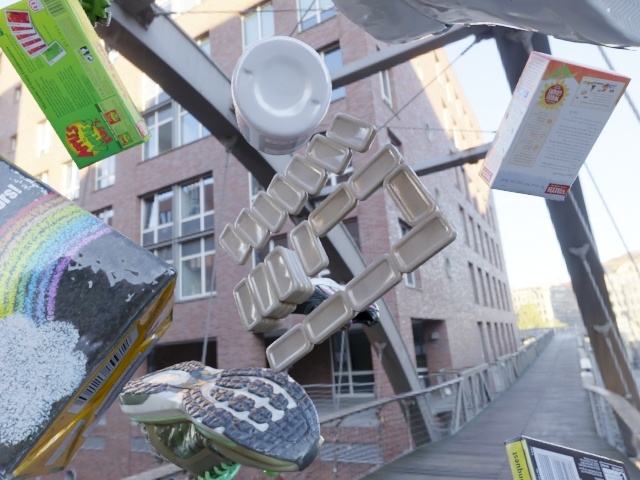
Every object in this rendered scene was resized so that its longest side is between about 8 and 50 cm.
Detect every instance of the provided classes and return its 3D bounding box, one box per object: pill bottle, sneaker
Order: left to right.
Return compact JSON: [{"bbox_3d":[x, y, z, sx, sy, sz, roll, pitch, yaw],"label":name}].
[{"bbox_3d":[-0.150,0.299,0.673,0.409,0.182,0.158,-6,8,43],"label":"sneaker"},{"bbox_3d":[-0.079,-0.248,0.831,0.161,0.162,0.283,-3,4,-8],"label":"pill bottle"},{"bbox_3d":[0.025,0.112,0.743,0.178,0.077,0.072,0,-42,-20],"label":"sneaker"},{"bbox_3d":[0.144,-0.214,0.359,0.292,0.108,0.169,5,9,-22],"label":"sneaker"}]

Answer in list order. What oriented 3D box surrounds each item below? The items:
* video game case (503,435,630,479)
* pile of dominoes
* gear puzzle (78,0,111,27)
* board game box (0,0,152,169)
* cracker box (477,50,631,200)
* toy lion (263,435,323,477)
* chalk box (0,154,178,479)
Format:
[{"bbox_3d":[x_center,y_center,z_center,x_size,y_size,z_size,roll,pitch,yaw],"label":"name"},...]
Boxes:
[{"bbox_3d":[0.368,0.411,0.583,0.274,0.249,0.035,24,-45,-27],"label":"video game case"},{"bbox_3d":[0.000,0.000,0.467,0.251,0.196,0.040,-41,-34,25],"label":"pile of dominoes"},{"bbox_3d":[-0.455,-0.498,0.810,0.175,0.339,0.044,30,28,4],"label":"gear puzzle"},{"bbox_3d":[-0.291,-0.187,0.527,0.092,0.182,0.043,-22,25,1],"label":"board game box"},{"bbox_3d":[0.404,-0.194,0.788,0.155,0.067,0.233,8,-59,-12],"label":"cracker box"},{"bbox_3d":[-0.052,0.339,0.717,0.096,0.034,0.100,-44,9,-25],"label":"toy lion"},{"bbox_3d":[-0.295,0.041,0.376,0.288,0.180,0.179,34,-30,-2],"label":"chalk box"}]
